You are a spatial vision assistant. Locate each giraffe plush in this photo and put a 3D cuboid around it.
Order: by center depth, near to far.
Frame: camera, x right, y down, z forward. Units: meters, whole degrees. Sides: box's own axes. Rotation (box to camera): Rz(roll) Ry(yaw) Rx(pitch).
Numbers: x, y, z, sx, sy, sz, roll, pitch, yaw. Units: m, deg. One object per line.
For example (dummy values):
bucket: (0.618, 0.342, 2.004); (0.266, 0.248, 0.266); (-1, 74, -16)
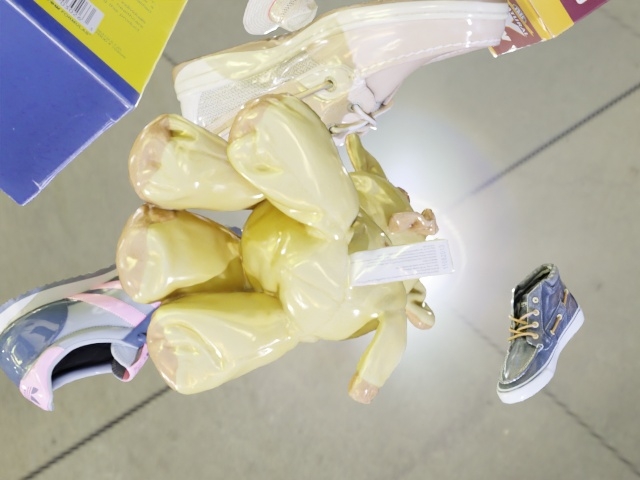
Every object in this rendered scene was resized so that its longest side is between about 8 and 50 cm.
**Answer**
giraffe plush: (0.000, 0.000, 0.788); (0.210, 0.181, 0.170); (9, 9, 19)

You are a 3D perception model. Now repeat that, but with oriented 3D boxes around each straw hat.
straw hat: (-0.041, -0.340, 1.857); (0.061, 0.144, 0.144); (41, 55, 19)

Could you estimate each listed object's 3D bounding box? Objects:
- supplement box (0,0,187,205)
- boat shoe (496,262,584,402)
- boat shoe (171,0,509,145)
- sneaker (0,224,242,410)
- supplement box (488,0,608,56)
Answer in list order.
supplement box: (-0.287, -0.245, 1.392); (0.195, 0.194, 0.357); (41, 34, -20)
boat shoe: (0.242, 0.106, 1.480); (0.065, 0.083, 0.183); (-14, 25, 42)
boat shoe: (0.015, -0.124, 1.003); (0.302, 0.098, 0.109); (-11, 0, 32)
sneaker: (-0.204, 0.090, 1.426); (0.319, 0.112, 0.131); (-24, 63, -20)
supplement box: (0.206, -0.260, 1.020); (0.194, 0.191, 0.129); (-34, 96, -2)
